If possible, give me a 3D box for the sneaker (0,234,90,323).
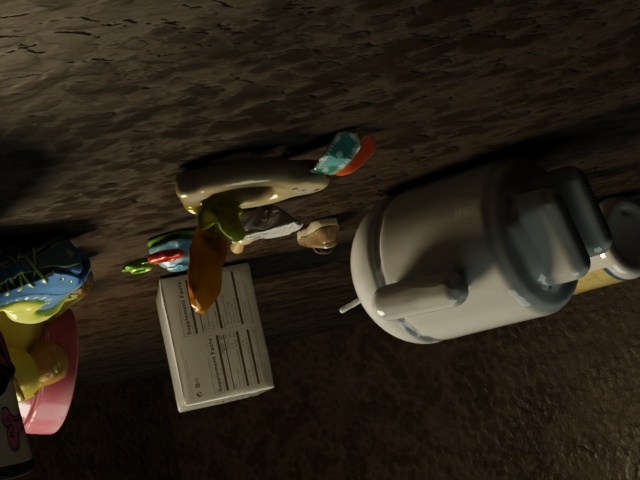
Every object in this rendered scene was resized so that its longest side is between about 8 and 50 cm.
[{"bbox_3d":[-0.345,0.030,1.475,0.126,0.091,0.240,-34,165,19],"label":"sneaker"}]

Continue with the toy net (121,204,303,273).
[{"bbox_3d":[-0.131,-0.007,1.622,0.232,0.045,0.122,-18,168,31],"label":"toy net"}]

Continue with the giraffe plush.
[{"bbox_3d":[-0.384,0.124,1.692,0.210,0.170,0.181,-13,173,5],"label":"giraffe plush"}]

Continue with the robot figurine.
[{"bbox_3d":[0.182,0.016,1.668,0.353,0.200,0.300,-19,-171,39],"label":"robot figurine"}]

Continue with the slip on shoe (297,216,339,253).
[{"bbox_3d":[0.000,0.000,1.868,0.051,0.041,0.135,-10,172,-15],"label":"slip on shoe"}]

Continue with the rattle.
[{"bbox_3d":[-0.038,-0.022,1.311,0.199,0.143,0.130,-6,154,0],"label":"rattle"}]

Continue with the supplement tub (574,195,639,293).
[{"bbox_3d":[0.459,0.013,2.295,0.144,0.144,0.199,-6,171,-38],"label":"supplement tub"}]

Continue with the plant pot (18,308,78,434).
[{"bbox_3d":[-0.478,0.183,1.990,0.180,0.201,0.201,10,163,-27],"label":"plant pot"}]

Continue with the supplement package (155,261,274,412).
[{"bbox_3d":[-0.178,0.162,2.170,0.145,0.204,0.262,-11,173,-11],"label":"supplement package"}]

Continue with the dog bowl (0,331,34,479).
[{"bbox_3d":[-0.496,0.162,1.350,0.408,0.150,0.408,0,177,0],"label":"dog bowl"}]
